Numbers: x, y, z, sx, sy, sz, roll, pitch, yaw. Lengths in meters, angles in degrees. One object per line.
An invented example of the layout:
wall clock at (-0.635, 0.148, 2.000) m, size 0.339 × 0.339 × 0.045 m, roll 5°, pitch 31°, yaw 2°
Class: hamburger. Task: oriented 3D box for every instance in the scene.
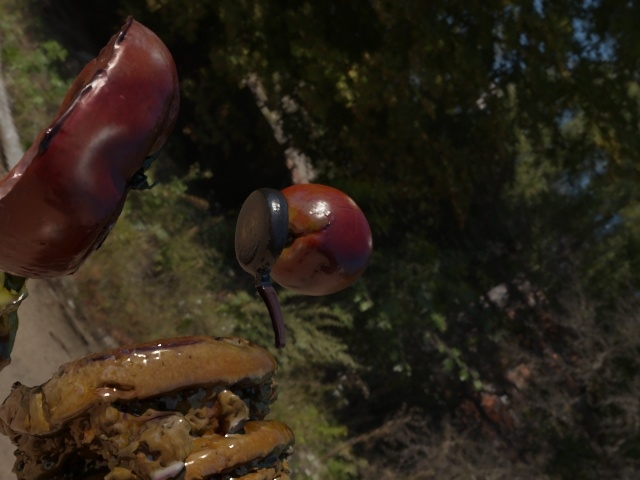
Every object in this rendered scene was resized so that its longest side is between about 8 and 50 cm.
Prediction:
hamburger at (-0.136, 0.192, 0.715) m, size 0.245 × 0.261 × 0.211 m, roll 21°, pitch 48°, yaw -76°

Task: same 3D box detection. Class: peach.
peach at (0.000, 0.000, 1.482) m, size 0.197 × 0.197 × 0.197 m, roll 57°, pitch 4°, yaw -7°

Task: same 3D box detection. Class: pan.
pan at (-0.074, 0.036, 1.163) m, size 0.115 × 0.040 × 0.212 m, roll -28°, pitch -116°, yaw 56°

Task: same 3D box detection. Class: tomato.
tomato at (-0.176, -0.054, 0.691) m, size 0.101 × 0.228 × 0.228 m, roll 38°, pitch 10°, yaw -16°

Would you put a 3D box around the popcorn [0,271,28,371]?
popcorn at (-0.642, 0.061, 1.486) m, size 0.321 × 0.326 × 0.289 m, roll 19°, pitch 65°, yaw -39°
